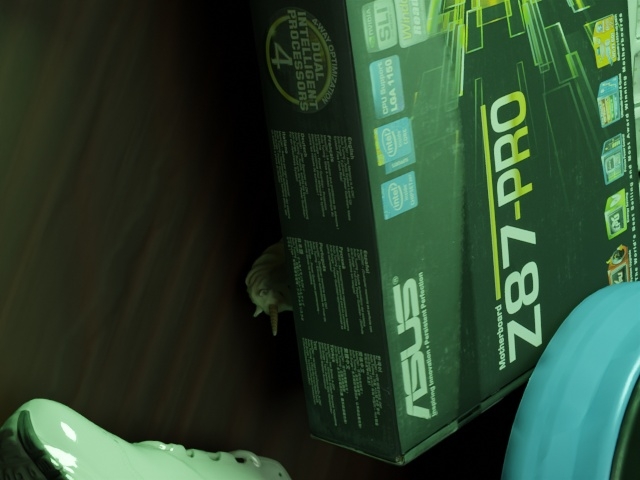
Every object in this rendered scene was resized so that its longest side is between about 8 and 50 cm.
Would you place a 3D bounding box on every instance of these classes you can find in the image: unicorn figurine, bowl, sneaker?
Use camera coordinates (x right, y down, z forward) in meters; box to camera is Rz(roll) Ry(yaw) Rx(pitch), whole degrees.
[{"bbox_3d":[0.000,0.000,0.877,0.111,0.060,0.162,11,70,-32],"label":"unicorn figurine"},{"bbox_3d":[0.275,0.224,0.925,0.391,0.077,0.391,6,82,-46],"label":"bowl"},{"bbox_3d":[-0.088,0.184,0.808,0.297,0.111,0.129,45,53,-31],"label":"sneaker"}]

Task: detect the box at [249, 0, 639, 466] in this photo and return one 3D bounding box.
[{"bbox_3d":[0.101,-0.092,0.854,0.318,0.097,0.395,-23,113,-41],"label":"box"}]

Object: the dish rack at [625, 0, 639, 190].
[{"bbox_3d":[0.340,-0.198,1.053,0.333,0.072,0.285,-19,117,-32],"label":"dish rack"}]
